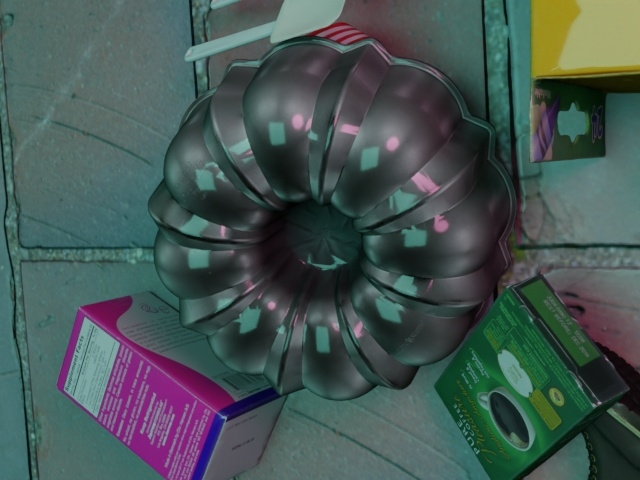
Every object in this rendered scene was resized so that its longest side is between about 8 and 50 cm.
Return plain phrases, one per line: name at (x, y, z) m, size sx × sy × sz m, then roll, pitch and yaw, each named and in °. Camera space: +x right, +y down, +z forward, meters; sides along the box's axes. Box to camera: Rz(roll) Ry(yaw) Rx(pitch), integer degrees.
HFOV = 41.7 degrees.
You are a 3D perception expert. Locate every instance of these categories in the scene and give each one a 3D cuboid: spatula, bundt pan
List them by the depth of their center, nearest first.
bundt pan at (0.000, 0.000, 0.716) m, size 0.331 × 0.124 × 0.330 m, roll 5°, pitch 114°, yaw 11°
spatula at (-0.041, -0.239, 0.770) m, size 0.242 × 0.019 × 0.168 m, roll 0°, pitch 66°, yaw 47°

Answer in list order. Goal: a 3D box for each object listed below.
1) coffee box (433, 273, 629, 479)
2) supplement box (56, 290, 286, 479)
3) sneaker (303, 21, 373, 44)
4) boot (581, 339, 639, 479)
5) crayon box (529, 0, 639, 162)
coffee box at (0.162, 0.121, 0.688) m, size 0.113 × 0.040 × 0.184 m, roll 57°, pitch 152°, yaw 26°
supplement box at (-0.165, 0.159, 0.913) m, size 0.220 × 0.111 × 0.113 m, roll 32°, pitch 112°, yaw 26°
sneaker at (-0.003, -0.107, 0.818) m, size 0.221 × 0.087 × 0.128 m, roll -56°, pitch 50°, yaw 25°
boot at (0.227, 0.175, 0.699) m, size 0.198 × 0.077 × 0.137 m, roll 42°, pitch 121°, yaw 23°
crayon box at (0.213, -0.218, 0.582) m, size 0.083 × 0.203 × 0.322 m, roll 3°, pitch 98°, yaw 31°
